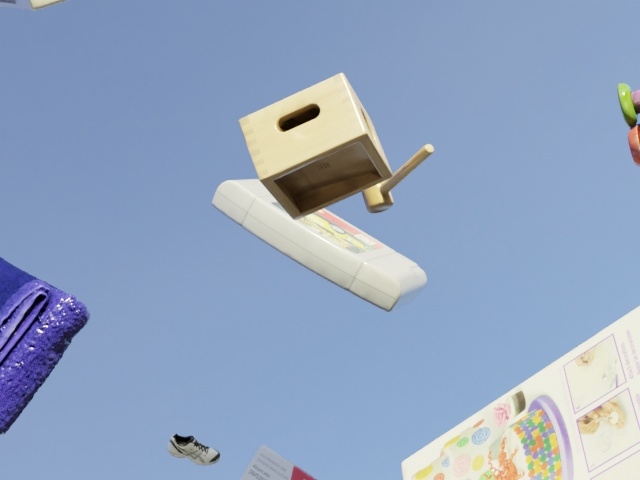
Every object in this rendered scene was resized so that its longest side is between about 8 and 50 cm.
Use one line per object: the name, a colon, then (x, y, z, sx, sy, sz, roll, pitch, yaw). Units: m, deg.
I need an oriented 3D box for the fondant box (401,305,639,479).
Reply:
fondant box: (0.218, 0.205, 0.990, 0.096, 0.238, 0.330, 35, -58, -30)

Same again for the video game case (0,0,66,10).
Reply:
video game case: (-0.205, -0.270, 1.284, 0.227, 0.206, 0.026, -22, -70, -21)

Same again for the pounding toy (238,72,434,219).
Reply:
pounding toy: (0.030, -0.104, 1.487, 0.181, 0.094, 0.206, -24, -24, 8)

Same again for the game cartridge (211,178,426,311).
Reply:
game cartridge: (0.000, 0.000, 1.810, 0.060, 0.294, 0.196, -63, -13, 15)

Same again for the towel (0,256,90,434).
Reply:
towel: (-0.394, 0.150, 1.342, 0.308, 0.227, 0.076, -53, -51, -15)

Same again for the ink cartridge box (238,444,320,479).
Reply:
ink cartridge box: (-0.075, 0.471, 1.930, 0.114, 0.197, 0.273, 38, -100, -37)

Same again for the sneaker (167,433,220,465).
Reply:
sneaker: (-0.192, 0.318, 1.992, 0.083, 0.032, 0.037, 12, -55, -5)

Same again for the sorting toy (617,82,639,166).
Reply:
sorting toy: (0.365, -0.131, 1.459, 0.042, 0.102, 0.061, -14, -14, 21)
